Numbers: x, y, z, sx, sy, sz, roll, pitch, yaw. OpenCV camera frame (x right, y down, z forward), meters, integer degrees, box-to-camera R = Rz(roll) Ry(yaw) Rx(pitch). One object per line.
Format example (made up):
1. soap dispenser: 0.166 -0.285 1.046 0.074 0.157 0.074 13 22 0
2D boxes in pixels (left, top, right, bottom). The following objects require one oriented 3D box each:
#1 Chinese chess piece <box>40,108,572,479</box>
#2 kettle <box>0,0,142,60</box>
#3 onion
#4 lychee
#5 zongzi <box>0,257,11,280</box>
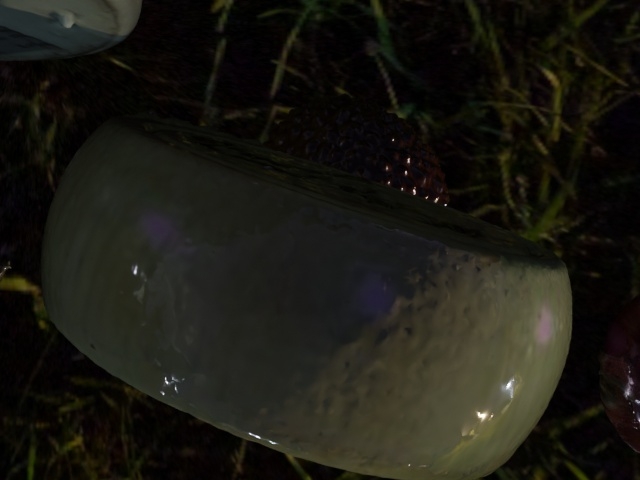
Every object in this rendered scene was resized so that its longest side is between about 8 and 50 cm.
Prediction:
1. Chinese chess piece: -0.005 0.019 0.526 0.250 0.250 0.101 17 98 -17
2. kettle: -0.147 -0.249 0.397 0.319 0.247 0.341 15 80 -60
3. onion: 0.283 0.106 0.793 0.150 0.140 0.150 -5 110 -14
4. lychee: 0.039 -0.053 1.508 0.276 0.275 0.304 -14 121 -12
5. zongzi: -0.420 0.076 0.946 0.221 0.112 0.242 29 93 -18
